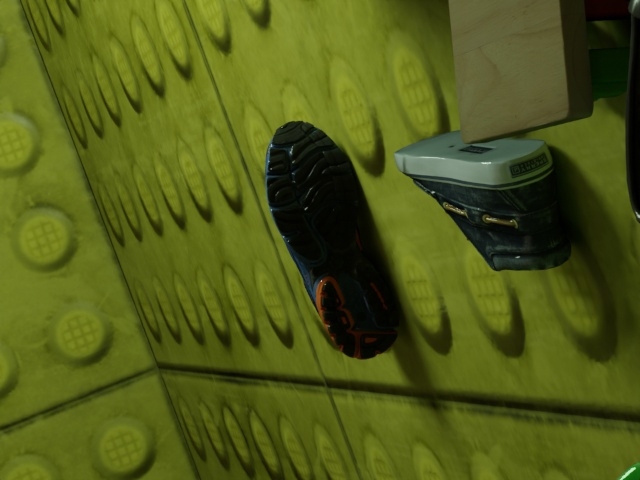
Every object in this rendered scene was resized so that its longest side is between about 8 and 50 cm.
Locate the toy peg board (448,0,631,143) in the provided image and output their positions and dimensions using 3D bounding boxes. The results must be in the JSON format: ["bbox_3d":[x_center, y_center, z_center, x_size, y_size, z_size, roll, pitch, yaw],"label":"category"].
[{"bbox_3d":[0.136,-0.143,1.017,0.161,0.079,0.160,172,93,-73],"label":"toy peg board"}]

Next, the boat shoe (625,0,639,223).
[{"bbox_3d":[0.180,-0.110,0.860,0.081,0.069,0.228,-138,37,-58],"label":"boat shoe"}]

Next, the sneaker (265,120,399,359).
[{"bbox_3d":[0.000,0.000,1.619,0.087,0.083,0.221,-161,53,-77],"label":"sneaker"}]

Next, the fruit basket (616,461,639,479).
[{"bbox_3d":[0.266,0.312,0.939,0.392,0.283,0.392,37,-161,-15],"label":"fruit basket"}]

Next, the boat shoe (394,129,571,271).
[{"bbox_3d":[0.108,-0.027,1.240,0.183,0.065,0.083,21,129,68],"label":"boat shoe"}]
